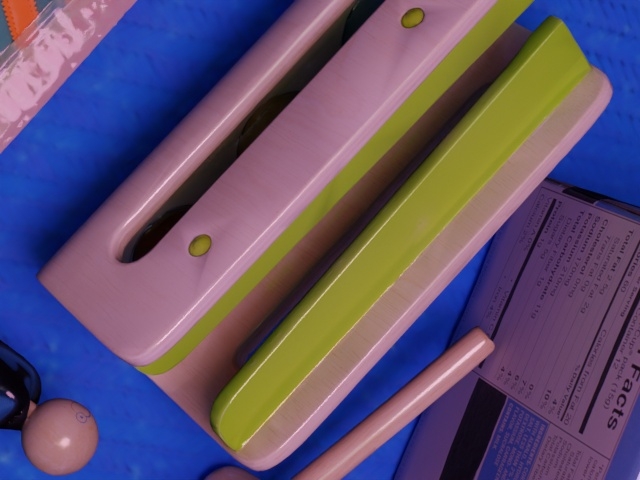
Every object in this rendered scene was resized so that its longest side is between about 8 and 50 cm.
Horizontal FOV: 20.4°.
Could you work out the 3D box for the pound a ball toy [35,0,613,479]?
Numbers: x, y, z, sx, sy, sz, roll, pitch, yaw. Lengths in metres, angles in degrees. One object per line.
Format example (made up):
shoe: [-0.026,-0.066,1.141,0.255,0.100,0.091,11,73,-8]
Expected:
pound a ball toy: [0.000,0.000,0.910,0.319,0.136,0.208,-47,136,-5]

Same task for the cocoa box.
cocoa box: [0.254,0.135,0.952,0.347,0.228,0.231,20,94,-21]

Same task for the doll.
doll: [-0.185,0.048,0.843,0.189,0.129,0.046,42,96,-7]

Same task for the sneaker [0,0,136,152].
sneaker: [-0.140,-0.155,0.824,0.121,0.108,0.302,40,88,-26]
